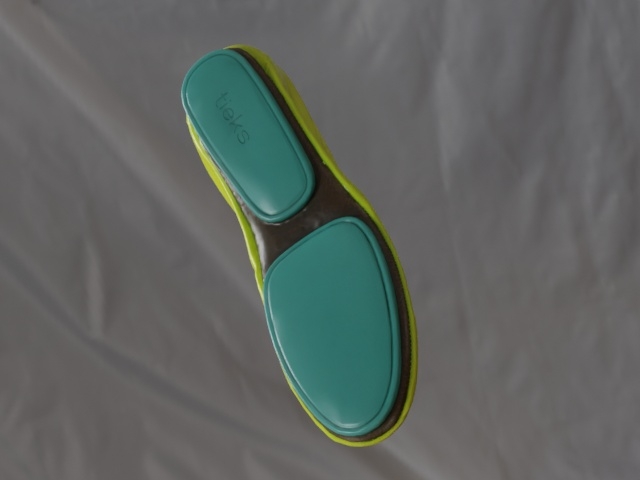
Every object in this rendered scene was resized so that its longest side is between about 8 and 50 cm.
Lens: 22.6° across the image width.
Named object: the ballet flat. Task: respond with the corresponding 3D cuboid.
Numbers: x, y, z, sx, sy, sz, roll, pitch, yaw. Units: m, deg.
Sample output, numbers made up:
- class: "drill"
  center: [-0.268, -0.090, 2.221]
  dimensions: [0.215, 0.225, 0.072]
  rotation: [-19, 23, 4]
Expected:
- class: "ballet flat"
  center: [0.000, 0.000, 0.814]
  dimensions: [0.077, 0.077, 0.231]
  rotation: [-32, 66, 15]
